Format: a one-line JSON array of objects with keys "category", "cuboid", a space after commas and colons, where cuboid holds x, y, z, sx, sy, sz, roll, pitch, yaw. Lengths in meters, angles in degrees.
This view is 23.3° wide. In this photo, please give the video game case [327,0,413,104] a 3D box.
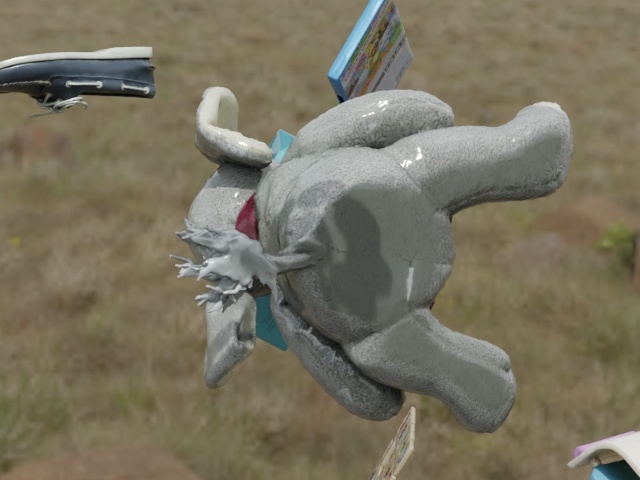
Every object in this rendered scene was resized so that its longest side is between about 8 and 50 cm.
[{"category": "video game case", "cuboid": [0.056, -0.190, 1.692, 0.015, 0.119, 0.166, 26, -12, 19]}]

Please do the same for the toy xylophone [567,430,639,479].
[{"category": "toy xylophone", "cuboid": [0.429, 0.311, 1.660, 0.236, 0.081, 0.322, -1, 43, -32]}]

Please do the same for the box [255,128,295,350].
[{"category": "box", "cuboid": [-0.037, -0.006, 1.497, 0.060, 0.100, 0.244, 26, 24, -16]}]

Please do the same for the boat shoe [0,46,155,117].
[{"category": "boat shoe", "cuboid": [-0.336, -0.209, 2.057, 0.254, 0.079, 0.095, -11, 5, -35]}]

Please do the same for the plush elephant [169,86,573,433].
[{"category": "plush elephant", "cuboid": [0.000, 0.000, 1.281, 0.330, 0.272, 0.255, 2, 10, -25]}]

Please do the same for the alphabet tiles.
[{"category": "alphabet tiles", "cuboid": [0.054, 0.327, 1.900, 0.009, 0.237, 0.198, 30, 9, 0]}]
